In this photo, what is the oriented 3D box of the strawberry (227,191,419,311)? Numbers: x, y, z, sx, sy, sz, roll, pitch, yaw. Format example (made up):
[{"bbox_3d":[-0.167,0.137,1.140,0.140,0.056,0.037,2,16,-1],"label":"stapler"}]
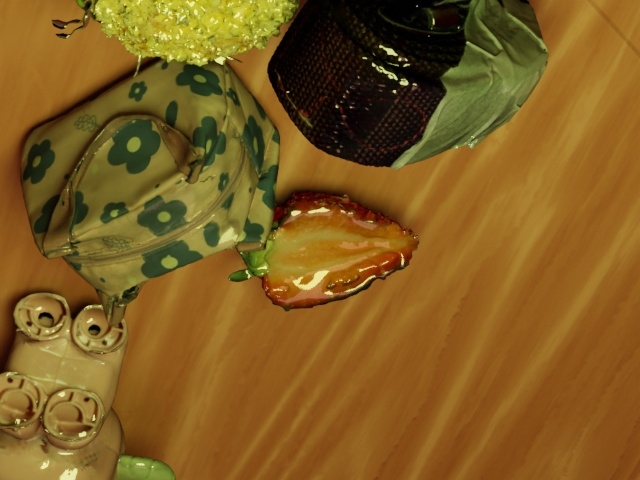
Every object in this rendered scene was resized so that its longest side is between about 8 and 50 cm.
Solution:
[{"bbox_3d":[-0.004,0.000,2.135,0.192,0.085,0.140,-33,119,14],"label":"strawberry"}]

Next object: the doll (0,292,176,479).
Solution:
[{"bbox_3d":[-0.296,0.213,2.250,0.284,0.216,0.268,15,155,2],"label":"doll"}]

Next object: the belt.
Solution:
[{"bbox_3d":[0.097,-0.183,1.889,0.289,0.184,0.164,-15,147,-46],"label":"belt"}]

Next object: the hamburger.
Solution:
[{"bbox_3d":[-0.127,-0.259,1.860,0.243,0.139,0.262,20,125,-23],"label":"hamburger"}]

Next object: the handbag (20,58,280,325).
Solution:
[{"bbox_3d":[-0.169,-0.048,2.004,0.251,0.193,0.190,-28,124,17],"label":"handbag"}]
